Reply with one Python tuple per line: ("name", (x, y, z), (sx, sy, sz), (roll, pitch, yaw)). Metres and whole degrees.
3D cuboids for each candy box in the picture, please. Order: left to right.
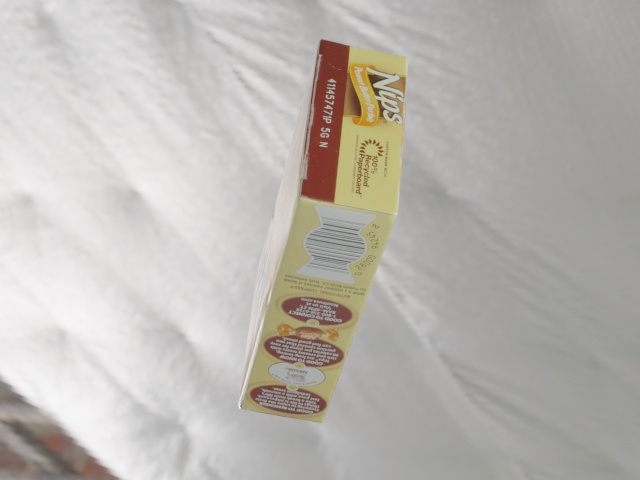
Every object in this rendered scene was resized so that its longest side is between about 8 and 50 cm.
("candy box", (0.000, 0.000, 1.434), (0.088, 0.183, 0.316), (12, -40, -5))
